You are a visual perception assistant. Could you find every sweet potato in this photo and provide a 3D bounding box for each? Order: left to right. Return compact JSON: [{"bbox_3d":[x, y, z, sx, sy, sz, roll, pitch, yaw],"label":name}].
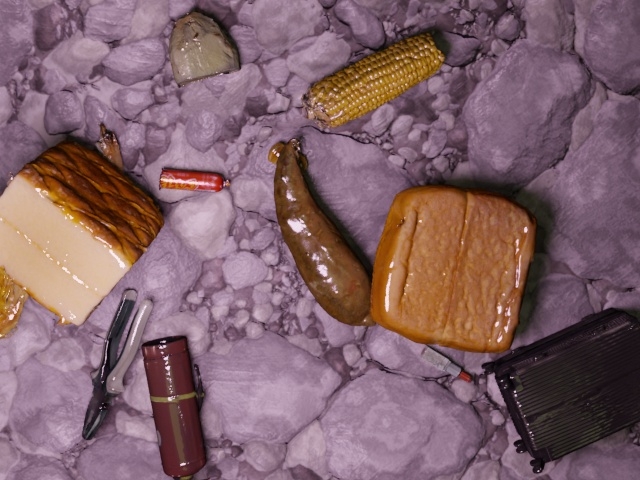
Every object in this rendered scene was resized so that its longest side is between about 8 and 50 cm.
[{"bbox_3d":[-0.005,0.000,1.788,0.130,0.130,0.422,-26,94,-2],"label":"sweet potato"}]

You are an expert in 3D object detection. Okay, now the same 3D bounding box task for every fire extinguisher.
[{"bbox_3d":[-0.287,0.373,1.801,0.141,0.105,0.341,-7,94,41],"label":"fire extinguisher"}]

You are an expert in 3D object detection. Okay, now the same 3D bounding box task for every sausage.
[{"bbox_3d":[-0.261,-0.121,1.797,0.145,0.048,0.050,5,100,-7],"label":"sausage"}]

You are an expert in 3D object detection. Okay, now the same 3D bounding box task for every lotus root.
[{"bbox_3d":[-0.249,-0.391,1.757,0.143,0.070,0.144,-24,96,-2],"label":"lotus root"}]

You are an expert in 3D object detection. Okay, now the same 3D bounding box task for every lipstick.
[{"bbox_3d":[0.277,0.274,1.884,0.129,0.030,0.030,32,92,-7],"label":"lipstick"}]

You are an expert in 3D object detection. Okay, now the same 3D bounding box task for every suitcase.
[{"bbox_3d":[0.548,0.313,1.848,0.335,0.152,0.229,-24,98,-2],"label":"suitcase"}]

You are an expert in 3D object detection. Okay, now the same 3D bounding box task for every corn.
[{"bbox_3d":[0.107,-0.325,1.775,0.318,0.115,0.115,-28,97,-2],"label":"corn"}]

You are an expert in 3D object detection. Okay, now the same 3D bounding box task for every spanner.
[{"bbox_3d":[-0.433,0.262,1.799,0.040,0.096,0.324,18,93,-50],"label":"spanner"}]

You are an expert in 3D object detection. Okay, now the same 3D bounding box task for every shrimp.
[{"bbox_3d":[-0.452,-0.152,1.786,0.099,0.041,0.180,1,97,10],"label":"shrimp"}]

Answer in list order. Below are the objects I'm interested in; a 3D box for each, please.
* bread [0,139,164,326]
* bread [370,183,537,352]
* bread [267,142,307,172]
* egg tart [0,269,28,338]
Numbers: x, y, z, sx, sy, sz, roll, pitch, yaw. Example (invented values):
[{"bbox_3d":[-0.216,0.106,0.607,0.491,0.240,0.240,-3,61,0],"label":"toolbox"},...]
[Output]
[{"bbox_3d":[-0.470,-0.023,1.654,0.279,0.279,0.207,39,108,-6],"label":"bread"},{"bbox_3d":[0.263,0.053,1.788,0.328,0.148,0.337,9,91,-13],"label":"bread"},{"bbox_3d":[-0.068,-0.168,1.812,0.088,0.033,0.049,33,98,-7],"label":"bread"},{"bbox_3d":[-0.705,0.081,1.753,0.291,0.107,0.290,0,93,0],"label":"egg tart"}]
